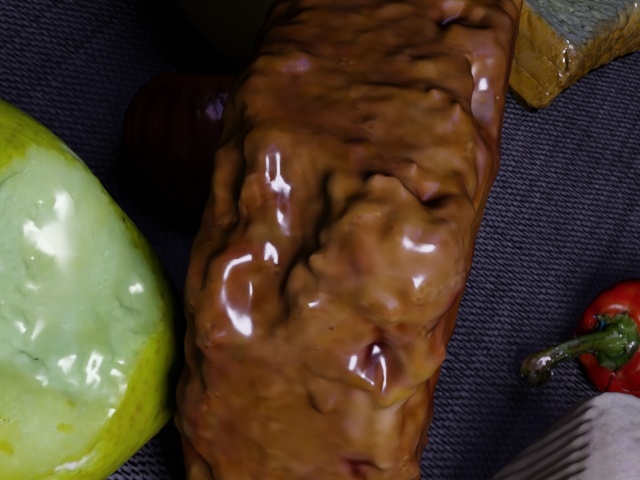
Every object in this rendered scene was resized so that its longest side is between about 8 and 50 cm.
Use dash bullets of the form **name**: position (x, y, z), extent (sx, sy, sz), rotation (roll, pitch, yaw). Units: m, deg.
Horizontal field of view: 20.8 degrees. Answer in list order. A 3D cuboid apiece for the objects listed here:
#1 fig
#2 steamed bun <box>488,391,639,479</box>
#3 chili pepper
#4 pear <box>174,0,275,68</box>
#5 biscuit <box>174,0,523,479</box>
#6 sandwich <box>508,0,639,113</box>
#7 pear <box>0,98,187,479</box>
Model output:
- **fig**: position (-0.082, -0.072, 1.375), extent (0.150, 0.128, 0.128), rotation (56, 32, -23)
- **steamed bun**: position (0.164, 0.292, 1.100), extent (0.236, 0.247, 0.383), rotation (38, 37, 1)
- **chili pepper**: position (0.325, 0.083, 1.550), extent (0.388, 0.110, 0.110), rotation (-3, 54, -45)
- **pear**: position (-0.005, -0.280, 1.503), extent (0.309, 0.309, 0.309), rotation (22, 41, -21)
- **biscuit**: position (0.013, 0.033, 1.130), extent (0.166, 0.395, 0.342), rotation (13, 40, 6)
- **sandwich**: position (0.224, -0.274, 1.834), extent (0.249, 0.095, 0.273), rotation (45, 39, 13)
- **pear**: position (-0.190, 0.065, 1.042), extent (0.292, 0.159, 0.292), rotation (3, 85, -47)
